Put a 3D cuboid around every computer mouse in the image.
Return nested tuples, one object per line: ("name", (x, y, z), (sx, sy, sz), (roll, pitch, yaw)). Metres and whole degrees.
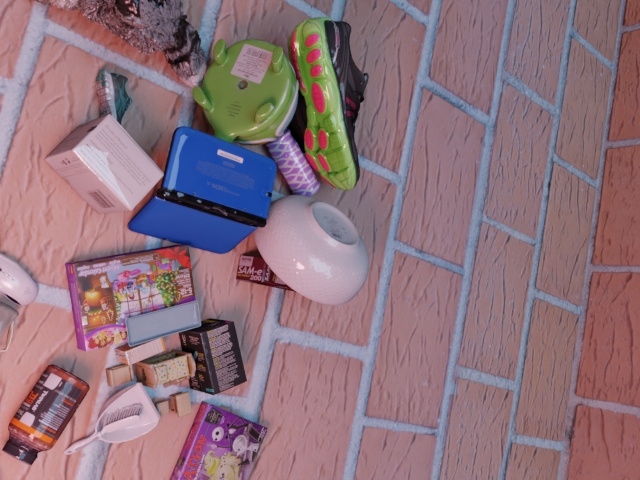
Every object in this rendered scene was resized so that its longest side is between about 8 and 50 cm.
("computer mouse", (-0.671, 0.064, 1.456), (0.193, 0.042, 0.106), (47, 61, -29))

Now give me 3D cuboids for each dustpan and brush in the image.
("dustpan and brush", (-0.485, 0.427, 1.586), (0.211, 0.060, 0.147), (-21, 128, -8))

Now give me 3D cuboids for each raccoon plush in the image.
("raccoon plush", (-0.476, -0.504, 1.591), (0.446, 0.299, 0.216), (78, 25, -51))

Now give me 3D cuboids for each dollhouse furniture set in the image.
("dollhouse furniture set", (-0.393, 0.363, 1.644), (0.182, 0.101, 0.161), (-12, 97, -39))

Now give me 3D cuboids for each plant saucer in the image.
("plant saucer", (-0.373, 0.195, 1.644), (0.192, 0.018, 0.067), (-13, 101, -40))

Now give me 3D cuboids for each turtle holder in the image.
("turtle holder", (-0.168, -0.333, 1.755), (0.227, 0.243, 0.320), (42, 42, -72))

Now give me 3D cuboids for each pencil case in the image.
("pencil case", (-0.074, -0.212, 1.935), (0.206, 0.086, 0.088), (61, 20, -24))

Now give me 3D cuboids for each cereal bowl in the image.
("cereal bowl", (0.000, 0.000, 1.838), (0.339, 0.141, 0.339), (31, 30, -20))

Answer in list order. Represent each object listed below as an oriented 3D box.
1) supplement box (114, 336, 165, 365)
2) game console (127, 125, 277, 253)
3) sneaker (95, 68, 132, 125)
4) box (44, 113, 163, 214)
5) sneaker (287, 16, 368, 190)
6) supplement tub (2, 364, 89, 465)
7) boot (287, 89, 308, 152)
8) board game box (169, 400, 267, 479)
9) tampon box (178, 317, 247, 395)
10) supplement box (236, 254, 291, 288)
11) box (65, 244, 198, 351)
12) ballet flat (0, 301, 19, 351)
("supplement box", (-0.428, 0.258, 1.642), (0.098, 0.062, 0.036), (-20, 103, -39))
("game console", (-0.285, -0.112, 1.692), (0.293, 0.173, 0.250), (17, 80, -39))
("sneaker", (-0.473, -0.315, 1.618), (0.076, 0.065, 0.166), (-8, 96, -44))
("box", (-0.478, -0.163, 1.531), (0.182, 0.181, 0.119), (51, 59, -27))
("sneaker", (0.057, -0.358, 1.863), (0.202, 0.185, 0.483), (-28, 123, -32))
("supplement tub", (-0.589, 0.373, 1.478), (0.106, 0.106, 0.198), (43, 63, -31))
("boot", (-0.019, -0.400, 1.972), (0.207, 0.094, 0.246), (-41, 121, -29))
("board game box", (-0.282, 0.612, 1.770), (0.208, 0.056, 0.347), (31, 70, -31))
("tampon box", (-0.271, 0.287, 1.734), (0.101, 0.120, 0.161), (-17, 100, -38))
("supplement box", (-0.093, 0.097, 1.881), (0.239, 0.130, 0.073), (16, 81, -38))
("box", (-0.438, 0.128, 1.639), (0.293, 0.057, 0.201), (-11, 97, -40))
("ballet flat", (-0.685, 0.233, 1.424), (0.068, 0.072, 0.213), (34, 68, -39))
